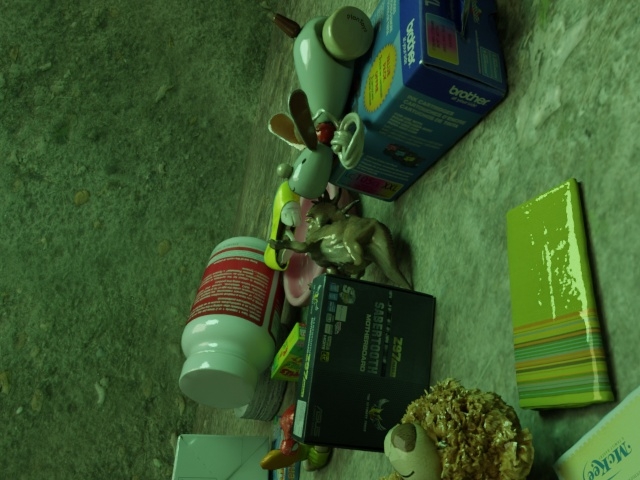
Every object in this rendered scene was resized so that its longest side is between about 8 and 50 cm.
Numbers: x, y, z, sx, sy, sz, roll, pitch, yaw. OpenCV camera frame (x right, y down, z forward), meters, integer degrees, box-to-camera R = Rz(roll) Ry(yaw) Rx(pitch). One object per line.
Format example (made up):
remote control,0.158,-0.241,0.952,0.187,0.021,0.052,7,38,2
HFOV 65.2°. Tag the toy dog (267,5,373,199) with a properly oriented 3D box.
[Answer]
toy dog,-0.027,-0.257,0.864,0.220,0.161,0.333,143,136,-64

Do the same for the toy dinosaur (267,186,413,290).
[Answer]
toy dinosaur,0.049,-0.005,0.907,0.296,0.127,0.200,13,49,37

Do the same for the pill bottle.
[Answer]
pill bottle,-0.216,0.200,1.273,0.407,0.229,0.229,-82,16,-47

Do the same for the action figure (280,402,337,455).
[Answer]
action figure,0.016,0.296,0.976,0.280,0.139,0.091,-62,5,-33

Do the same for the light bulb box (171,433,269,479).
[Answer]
light bulb box,-0.266,0.707,1.224,0.361,0.225,0.357,113,160,-49

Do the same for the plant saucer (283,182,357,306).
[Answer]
plant saucer,0.000,0.000,1.204,0.332,0.084,0.332,-167,90,-73

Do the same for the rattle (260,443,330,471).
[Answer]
rattle,-0.058,0.373,1.045,0.130,0.143,0.199,97,168,-55

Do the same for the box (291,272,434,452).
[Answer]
box,0.066,0.178,0.725,0.059,0.183,0.232,152,129,-66

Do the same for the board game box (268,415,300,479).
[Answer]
board game box,-0.085,0.520,1.177,0.136,0.035,0.201,140,139,-62

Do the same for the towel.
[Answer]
towel,0.249,0.057,0.536,0.102,0.021,0.237,-36,43,55

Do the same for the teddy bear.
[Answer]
teddy bear,0.085,0.300,0.482,0.245,0.113,0.337,-62,-11,-68

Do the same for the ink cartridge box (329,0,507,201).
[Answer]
ink cartridge box,0.155,-0.283,0.840,0.395,0.151,0.269,136,143,-56

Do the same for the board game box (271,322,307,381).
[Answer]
board game box,-0.041,0.258,1.133,0.043,0.092,0.181,-96,26,-42

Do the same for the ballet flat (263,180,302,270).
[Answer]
ballet flat,-0.083,-0.030,1.245,0.077,0.077,0.230,32,113,49

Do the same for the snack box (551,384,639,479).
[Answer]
snack box,0.291,0.133,0.286,0.187,0.060,0.322,-102,30,-52

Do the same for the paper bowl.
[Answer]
paper bowl,-0.199,0.367,1.447,0.284,0.148,0.284,-168,90,-73
